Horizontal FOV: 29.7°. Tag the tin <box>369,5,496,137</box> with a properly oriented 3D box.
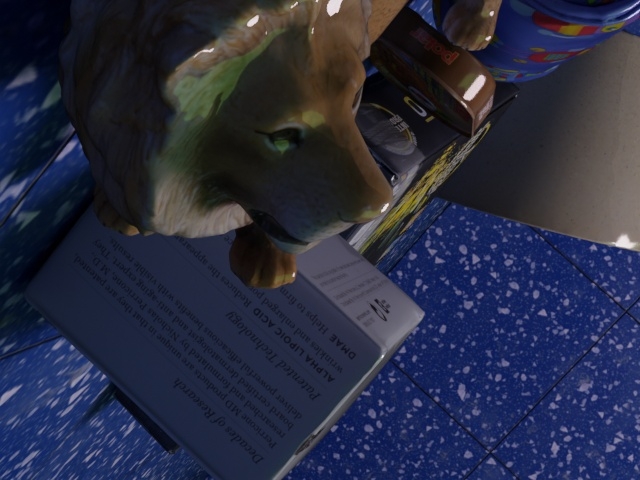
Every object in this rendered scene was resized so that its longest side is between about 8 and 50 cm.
[{"bbox_3d":[0.086,-0.129,0.932,0.040,0.106,0.189,-48,174,2],"label":"tin"}]

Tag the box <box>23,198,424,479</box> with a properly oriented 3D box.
[{"bbox_3d":[-0.049,0.039,0.735,0.119,0.182,0.181,-49,173,11],"label":"box"}]

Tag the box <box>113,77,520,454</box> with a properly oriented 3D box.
[{"bbox_3d":[0.000,0.000,1.181,0.395,0.097,0.318,-51,169,32],"label":"box"}]

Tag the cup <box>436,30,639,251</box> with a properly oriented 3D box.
[{"bbox_3d":[0.289,-0.141,1.454,0.331,0.331,0.237,-17,123,-77],"label":"cup"}]

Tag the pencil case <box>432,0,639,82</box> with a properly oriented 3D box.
[{"bbox_3d":[0.150,-0.188,0.822,0.119,0.133,0.306,-15,180,-2],"label":"pencil case"}]

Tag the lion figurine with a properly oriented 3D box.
[{"bbox_3d":[0.012,-0.123,0.535,0.392,0.142,0.240,-60,174,-38],"label":"lion figurine"}]
